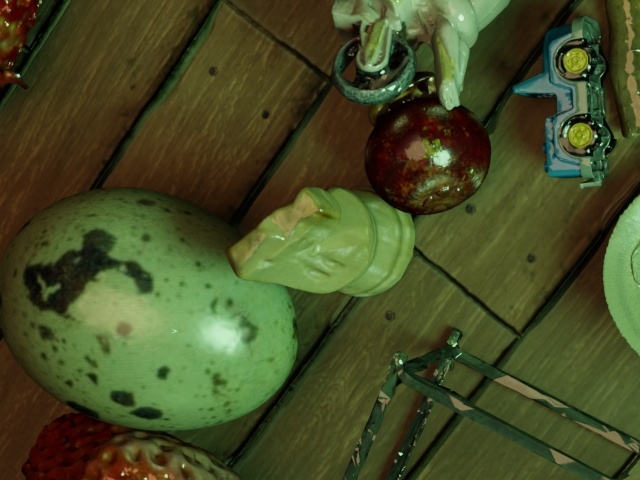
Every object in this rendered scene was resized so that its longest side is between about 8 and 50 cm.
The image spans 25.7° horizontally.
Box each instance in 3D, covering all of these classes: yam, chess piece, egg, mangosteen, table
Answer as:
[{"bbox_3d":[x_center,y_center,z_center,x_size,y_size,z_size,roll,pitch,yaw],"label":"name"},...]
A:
[{"bbox_3d":[0.349,-0.233,1.581,0.057,0.057,0.241,-7,87,22],"label":"yam"},{"bbox_3d":[0.000,0.000,1.597,0.137,0.301,0.137,0,90,25],"label":"chess piece"},{"bbox_3d":[-0.209,0.086,1.694,0.379,0.287,0.287,22,100,7],"label":"egg"},{"bbox_3d":[0.126,-0.119,1.640,0.156,0.146,0.181,-50,29,43],"label":"mangosteen"},{"bbox_3d":[0.212,0.301,1.559,0.335,0.222,0.272,26,102,19],"label":"table"}]

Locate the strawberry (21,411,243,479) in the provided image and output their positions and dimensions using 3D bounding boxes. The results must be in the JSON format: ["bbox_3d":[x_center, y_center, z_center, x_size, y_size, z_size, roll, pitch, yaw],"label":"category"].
[{"bbox_3d":[-0.231,0.288,1.730,0.336,0.265,0.149,30,104,44],"label":"strawberry"}]

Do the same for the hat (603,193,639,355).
[{"bbox_3d":[0.440,0.045,1.515,0.252,0.110,0.252,-6,72,19],"label":"hat"}]

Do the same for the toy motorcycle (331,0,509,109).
[{"bbox_3d":[0.126,-0.288,1.595,0.223,0.108,0.340,1,57,14],"label":"toy motorcycle"}]

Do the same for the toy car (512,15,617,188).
[{"bbox_3d":[0.276,-0.153,1.587,0.100,0.097,0.191,-2,90,23],"label":"toy car"}]

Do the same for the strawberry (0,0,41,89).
[{"bbox_3d":[-0.465,-0.329,1.819,0.292,0.292,0.343,-4,107,23],"label":"strawberry"}]
